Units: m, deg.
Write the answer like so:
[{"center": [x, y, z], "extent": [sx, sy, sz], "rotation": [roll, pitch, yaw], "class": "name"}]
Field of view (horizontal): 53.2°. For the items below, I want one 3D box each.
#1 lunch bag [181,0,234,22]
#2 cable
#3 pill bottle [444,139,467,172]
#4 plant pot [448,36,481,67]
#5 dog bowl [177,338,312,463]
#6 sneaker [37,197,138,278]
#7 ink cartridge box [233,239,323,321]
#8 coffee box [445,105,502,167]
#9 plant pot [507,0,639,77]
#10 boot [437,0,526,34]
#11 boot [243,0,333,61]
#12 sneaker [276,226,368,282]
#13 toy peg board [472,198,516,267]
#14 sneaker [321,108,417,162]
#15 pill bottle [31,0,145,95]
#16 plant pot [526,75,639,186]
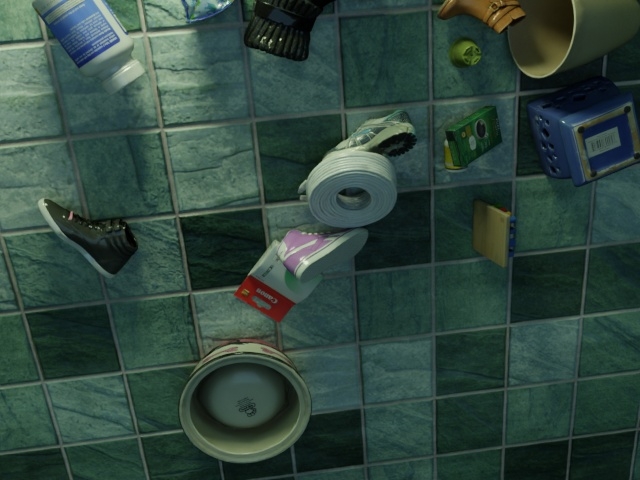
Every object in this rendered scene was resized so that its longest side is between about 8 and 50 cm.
[{"center": [-0.263, -0.599, 1.573], "extent": [0.151, 0.129, 0.096], "rotation": [-16, 113, 1], "class": "lunch bag"}, {"center": [0.086, -0.138, 1.769], "extent": [0.256, 0.089, 0.257], "rotation": [13, 140, -19], "class": "cable"}, {"center": [0.385, -0.256, 1.817], "extent": [0.065, 0.065, 0.117], "rotation": [-9, 113, -2], "class": "pill bottle"}, {"center": [0.394, -0.499, 1.712], "extent": [0.083, 0.079, 0.083], "rotation": [-2, 113, -5], "class": "plant pot"}, {"center": [-0.236, 0.490, 2.009], "extent": [0.407, 0.150, 0.408], "rotation": [-2, 112, -6], "class": "dog bowl"}, {"center": [-0.632, -0.039, 1.781], "extent": [0.146, 0.105, 0.296], "rotation": [-37, 117, 7], "class": "sneaker"}, {"center": [-0.128, 0.135, 1.929], "extent": [0.181, 0.056, 0.225], "rotation": [34, 103, -17], "class": "ink cartridge box"}, {"center": [0.428, -0.289, 1.774], "extent": [0.184, 0.040, 0.113], "rotation": [-34, 117, -28], "class": "coffee box"}, {"center": [0.672, -0.563, 1.649], "extent": [0.273, 0.256, 0.257], "rotation": [-11, 114, -20], "class": "plant pot"}, {"center": [0.416, -0.588, 1.647], "extent": [0.197, 0.073, 0.152], "rotation": [-32, 79, 4], "class": "boot"}, {"center": [-0.008, -0.577, 1.605], "extent": [0.347, 0.131, 0.260], "rotation": [10, 104, 1], "class": "boot"}, {"center": [0.000, -0.001, 1.855], "extent": [0.282, 0.161, 0.102], "rotation": [-25, 140, -33], "class": "sneaker"}, {"center": [0.527, -0.029, 1.883], "extent": [0.079, 0.160, 0.161], "rotation": [-12, 114, -18], "class": "toy peg board"}, {"center": [0.132, -0.271, 1.773], "extent": [0.282, 0.122, 0.110], "rotation": [-19, 143, 23], "class": "sneaker"}, {"center": [-0.558, -0.500, 1.569], "extent": [0.152, 0.152, 0.272], "rotation": [-30, 112, 6], "class": "pill bottle"}, {"center": [0.739, -0.293, 1.762], "extent": [0.235, 0.212, 0.236], "rotation": [-22, 114, 3], "class": "plant pot"}]
